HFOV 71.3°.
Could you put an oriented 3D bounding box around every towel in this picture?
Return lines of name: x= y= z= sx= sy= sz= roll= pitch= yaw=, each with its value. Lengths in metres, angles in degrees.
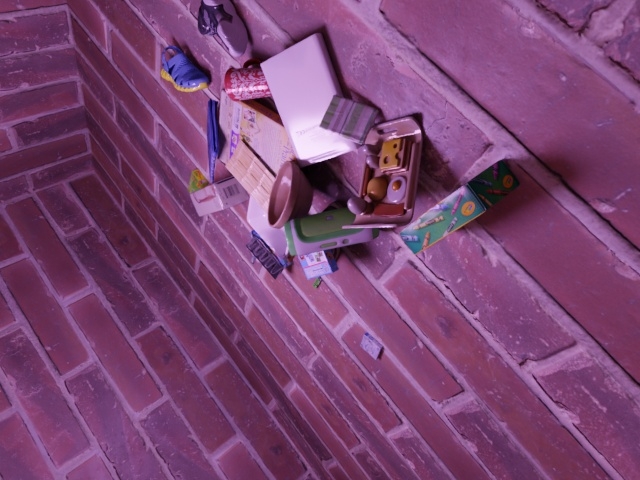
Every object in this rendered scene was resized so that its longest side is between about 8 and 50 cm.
towel: x=0.083 y=-0.356 z=1.312 sx=0.151 sy=0.113 sz=0.023 roll=25 pitch=178 yaw=19
towel: x=-0.454 y=-0.412 z=1.885 sx=0.336 sy=0.040 sz=0.244 roll=140 pitch=126 yaw=-71

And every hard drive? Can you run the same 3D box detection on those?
hard drive: x=-0.033 y=-0.430 z=1.416 sx=0.232 sy=0.047 sz=0.354 roll=-11 pitch=108 yaw=37

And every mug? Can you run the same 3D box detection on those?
mug: x=-0.232 y=-0.563 z=1.542 sx=0.169 sy=0.113 sz=0.151 roll=6 pitch=98 yaw=26

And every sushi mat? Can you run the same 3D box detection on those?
sushi mat: x=-0.236 y=-0.223 z=1.712 sx=0.317 sy=0.019 sz=0.151 roll=49 pitch=127 yaw=7

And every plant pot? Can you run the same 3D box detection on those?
plant pot: x=-0.096 y=-0.149 z=1.551 sx=0.237 sy=0.109 sz=0.238 roll=-167 pitch=90 yaw=-68

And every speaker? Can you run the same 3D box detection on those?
speaker: x=0.036 y=-0.034 z=1.460 sx=0.131 sy=0.296 sz=0.131 roll=168 pitch=90 yaw=-90

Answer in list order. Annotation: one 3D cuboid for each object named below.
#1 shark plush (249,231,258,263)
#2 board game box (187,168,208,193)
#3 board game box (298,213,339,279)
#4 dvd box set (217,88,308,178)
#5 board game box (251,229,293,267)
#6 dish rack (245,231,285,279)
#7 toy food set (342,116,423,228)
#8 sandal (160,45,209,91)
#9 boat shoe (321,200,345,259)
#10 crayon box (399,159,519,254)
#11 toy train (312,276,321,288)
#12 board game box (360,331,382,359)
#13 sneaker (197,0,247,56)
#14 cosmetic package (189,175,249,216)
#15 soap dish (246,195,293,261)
shark plush: x=-0.291 y=0.036 z=2.098 sx=0.067 sy=0.073 sz=0.162 roll=-25 pitch=74 yaw=38
board game box: x=-0.658 y=-0.292 z=2.384 sx=0.092 sy=0.043 sz=0.181 roll=53 pitch=146 yaw=8
board game box: x=-0.033 y=0.026 z=1.598 sx=0.160 sy=0.039 sz=0.212 roll=-20 pitch=94 yaw=53
dvd box set: x=-0.222 y=-0.352 z=1.695 sx=0.420 sy=0.062 sz=0.308 roll=34 pitch=134 yaw=22
board game box: x=-0.227 y=0.031 z=2.073 sx=0.210 sy=0.047 sz=0.160 roll=12 pitch=125 yaw=49
dish rack: x=-0.236 y=0.066 z=1.914 sx=0.208 sy=0.074 sz=0.271 roll=48 pitch=172 yaw=1
toy food set: x=0.162 y=-0.181 z=1.256 sx=0.219 sy=0.092 sz=0.307 roll=0 pitch=78 yaw=52
sandal: x=-0.587 y=-0.727 z=1.892 sx=0.317 sy=0.126 sz=0.138 roll=34 pitch=135 yaw=30
boat shoe: x=0.000 y=0.000 z=1.682 sx=0.132 sy=0.130 sz=0.356 roll=43 pitch=143 yaw=23
crayon box: x=0.347 y=-0.078 z=1.144 sx=0.081 sy=0.165 sz=0.278 roll=55 pitch=146 yaw=6
toy train: x=-0.014 y=0.184 z=1.945 sx=0.023 sy=0.017 sz=0.083 roll=40 pitch=143 yaw=10
board game box: x=0.211 y=0.438 z=1.849 sx=0.090 sy=0.020 sz=0.090 roll=40 pitch=142 yaw=27
sneaker: x=-0.353 y=-0.753 z=1.589 sx=0.153 sy=0.101 sz=0.269 roll=-25 pitch=89 yaw=57
cosmetic package: x=-0.488 y=-0.212 z=2.133 sx=0.296 sy=0.153 sz=0.129 roll=-8 pitch=107 yaw=53
soap dish: x=-0.176 y=-0.082 z=1.857 sx=0.291 sy=0.118 sz=0.229 roll=46 pitch=144 yaw=19
